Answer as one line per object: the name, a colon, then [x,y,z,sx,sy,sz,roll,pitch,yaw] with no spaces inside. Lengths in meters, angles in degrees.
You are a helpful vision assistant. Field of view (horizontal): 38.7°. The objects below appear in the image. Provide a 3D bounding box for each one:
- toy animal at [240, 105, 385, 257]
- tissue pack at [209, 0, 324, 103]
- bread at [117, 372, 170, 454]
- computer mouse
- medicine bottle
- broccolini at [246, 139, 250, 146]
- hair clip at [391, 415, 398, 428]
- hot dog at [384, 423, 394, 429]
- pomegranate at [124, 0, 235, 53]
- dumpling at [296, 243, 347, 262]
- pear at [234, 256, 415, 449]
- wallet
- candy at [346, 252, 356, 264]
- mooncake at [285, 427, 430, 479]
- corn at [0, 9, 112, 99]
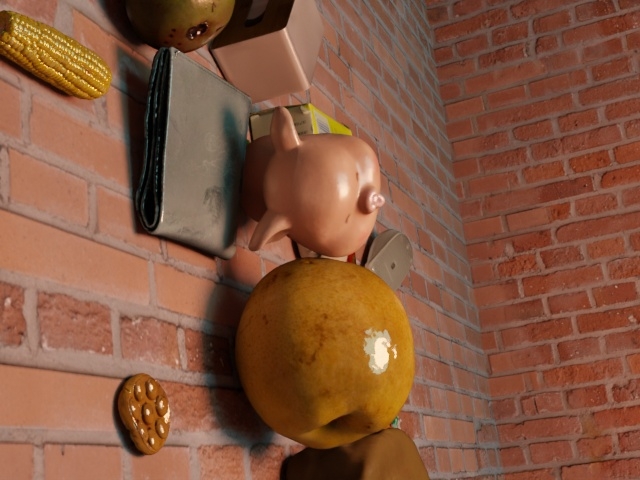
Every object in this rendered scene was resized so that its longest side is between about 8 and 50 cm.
toy animal: [-0.032,-0.095,1.566,0.269,0.326,0.237,6,97,-54]
tissue pack: [-0.096,-0.396,1.780,0.246,0.159,0.136,-80,152,-48]
bread: [-0.233,0.231,1.215,0.110,0.024,0.110,-13,90,-72]
computer mouse: [0.164,0.062,2.337,0.231,0.079,0.128,-48,121,-48]
medicine bottle: [-0.028,-0.181,1.862,0.250,0.137,0.141,20,59,-67]
broccolini: [-0.166,-0.184,1.643,0.202,0.068,0.091,61,32,-75]
hair clip: [0.161,0.480,2.123,0.173,0.049,0.049,-81,151,-43]
hot dog: [0.120,0.437,1.987,0.252,0.069,0.131,52,31,-52]
pomegranate: [-0.227,-0.398,1.403,0.210,0.179,0.179,66,21,-5]
dumpling: [-0.001,0.000,1.910,0.176,0.092,0.150,41,27,-51]
pear: [0.005,0.181,1.507,0.314,0.314,0.314,-13,90,-70]
wallet: [-0.192,-0.128,1.438,0.251,0.054,0.290,28,64,-64]
candy: [0.043,0.053,2.028,0.086,0.059,0.292,24,55,-62]
mooncake: [0.069,0.527,1.626,0.378,0.201,0.378,41,42,-53]
corn: [-0.338,-0.232,1.158,0.206,0.067,0.067,26,54,-62]
